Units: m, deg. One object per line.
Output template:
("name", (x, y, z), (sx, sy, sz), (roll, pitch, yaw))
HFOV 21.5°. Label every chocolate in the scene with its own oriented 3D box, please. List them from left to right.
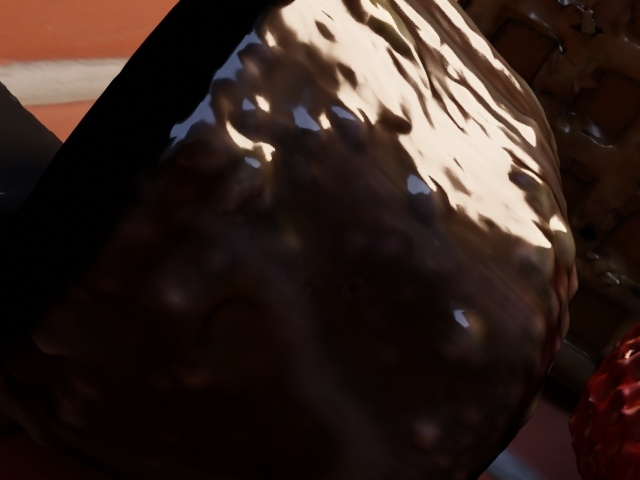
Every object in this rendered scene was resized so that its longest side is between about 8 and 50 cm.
("chocolate", (0.000, 0.000, 0.729), (0.210, 0.225, 0.340), (39, 24, -13))

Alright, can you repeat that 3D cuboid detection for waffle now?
("waffle", (0.222, -0.019, 0.937), (0.376, 0.261, 0.114), (32, 20, 3))

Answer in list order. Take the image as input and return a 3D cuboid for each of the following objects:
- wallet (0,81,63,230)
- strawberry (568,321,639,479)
("wallet", (-0.239, -0.049, 0.774), (0.285, 0.030, 0.146), (-6, 46, -50))
("strawberry", (0.249, 0.117, 0.744), (0.239, 0.250, 0.288), (59, 23, 0))
